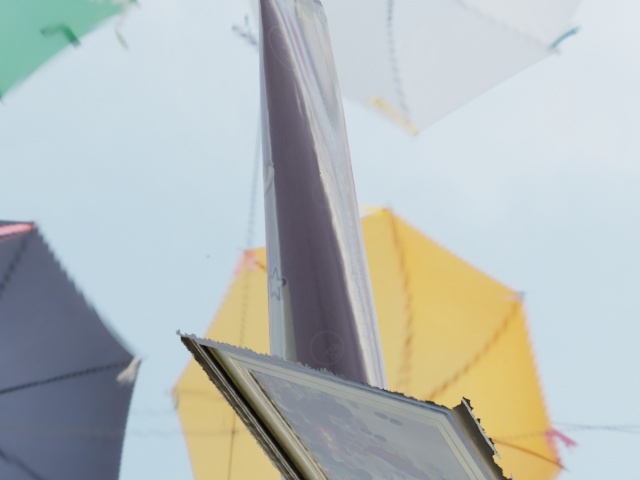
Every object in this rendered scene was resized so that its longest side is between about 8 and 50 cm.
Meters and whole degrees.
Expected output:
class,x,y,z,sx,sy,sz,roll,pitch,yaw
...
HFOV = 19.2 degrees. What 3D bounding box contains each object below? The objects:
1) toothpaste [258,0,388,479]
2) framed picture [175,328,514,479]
class,x,y,z,sx,sy,sz,roll,pitch,yaw
toothpaste,0.000,0.000,1.276,0.080,0.125,0.371,-7,-98,21
framed picture,0.038,0.122,0.901,0.010,0.195,0.199,-50,-53,-23
